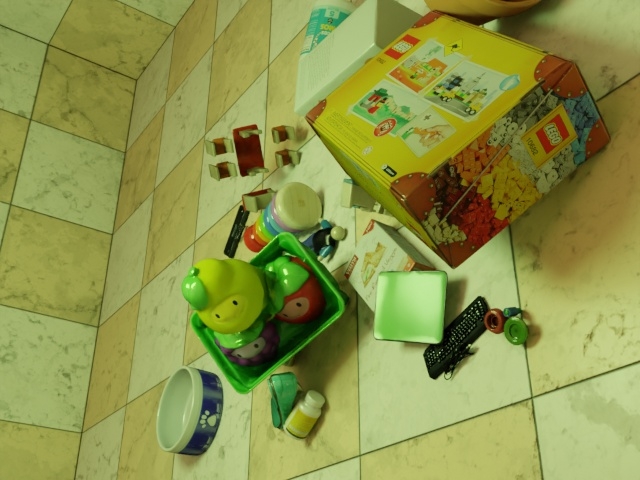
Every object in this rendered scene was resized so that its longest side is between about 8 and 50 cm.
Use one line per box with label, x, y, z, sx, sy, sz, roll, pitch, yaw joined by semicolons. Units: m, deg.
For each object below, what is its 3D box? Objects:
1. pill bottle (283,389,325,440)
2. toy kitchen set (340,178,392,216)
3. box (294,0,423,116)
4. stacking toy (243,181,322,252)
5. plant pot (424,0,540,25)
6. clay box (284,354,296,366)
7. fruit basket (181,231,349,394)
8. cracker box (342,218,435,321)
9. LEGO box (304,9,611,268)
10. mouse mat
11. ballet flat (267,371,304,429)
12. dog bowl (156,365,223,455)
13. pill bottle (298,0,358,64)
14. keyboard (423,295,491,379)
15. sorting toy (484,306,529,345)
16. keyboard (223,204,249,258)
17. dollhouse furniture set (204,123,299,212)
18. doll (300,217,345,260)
pill bottle;-0.037;0.423;1.899;0.116;0.065;0.065;-60;31;19
toy kitchen set;0.094;-0.136;1.881;0.207;0.166;0.122;18;98;61
box;0.117;-0.429;1.974;0.345;0.215;0.168;-29;49;49
stacking toy;-0.132;-0.051;2.276;0.330;0.141;0.141;-32;48;55
plant pot;0.337;-0.586;1.659;0.203;0.291;0.290;148;134;-70
clay box;-0.104;0.210;2.071;0.053;0.128;0.222;47;-120;-80
fruit basket;-0.154;0.162;1.844;0.283;0.392;0.392;52;127;14
cracker box;0.150;0.070;1.785;0.155;0.067;0.232;-63;30;14
LEGO box;0.238;-0.225;1.537;0.372;0.193;0.500;-39;33;0
mouse mat;0.186;0.138;1.642;0.190;0.007;0.152;-3;79;46
ballet flat;-0.082;0.401;1.947;0.247;0.087;0.083;91;163;-54
dog bowl;-0.407;0.528;2.421;0.265;0.104;0.264;-36;44;45
pill bottle;0.021;-0.562;2.282;0.146;0.146;0.264;0;75;59
keyboard;0.264;0.199;1.550;0.192;0.038;0.100;-53;34;30
sorting toy;0.351;0.151;1.437;0.102;0.042;0.061;26;112;49
keyboard;-0.275;-0.029;2.602;0.108;0.023;0.180;22;94;67
dollhouse furniture set;-0.210;-0.223;2.395;0.135;0.262;0.259;-153;51;-62
doll;0.000;0.000;2.098;0.189;0.046;0.129;-27;52;51
